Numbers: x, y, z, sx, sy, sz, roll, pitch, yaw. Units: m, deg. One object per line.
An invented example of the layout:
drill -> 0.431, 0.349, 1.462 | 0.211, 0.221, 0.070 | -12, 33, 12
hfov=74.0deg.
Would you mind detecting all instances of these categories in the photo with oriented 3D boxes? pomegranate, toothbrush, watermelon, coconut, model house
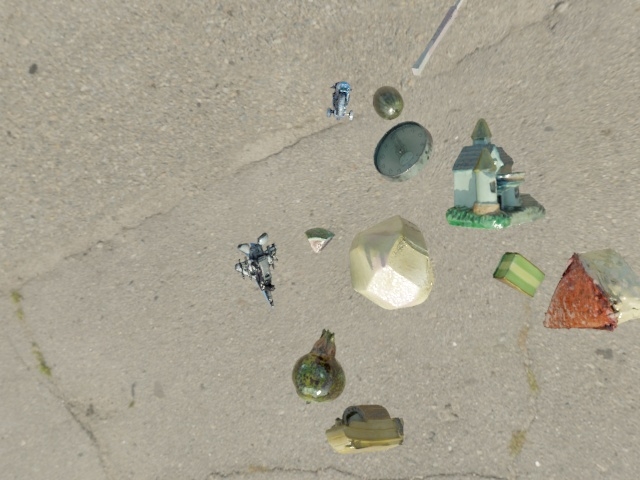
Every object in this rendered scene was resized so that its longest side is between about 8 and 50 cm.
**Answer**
pomegranate -> -0.013, 0.499, 1.678 | 0.203, 0.222, 0.277 | -14, 80, 9
toothbrush -> 0.182, -0.318, 0.612 | 0.017, 0.014, 0.194 | 23, 77, 32
watermelon -> 0.174, -0.352, 1.090 | 0.078, 0.111, 0.078 | -5, 129, -6
watermelon -> -0.001, -0.005, 1.263 | 0.092, 0.085, 0.072 | -5, 131, -10
coconut -> 0.262, 0.079, 1.609 | 0.352, 0.352, 0.353 | 2, 97, 13
model house -> 0.528, -0.213, 1.293 | 0.194, 0.267, 0.325 | 7, 106, 57

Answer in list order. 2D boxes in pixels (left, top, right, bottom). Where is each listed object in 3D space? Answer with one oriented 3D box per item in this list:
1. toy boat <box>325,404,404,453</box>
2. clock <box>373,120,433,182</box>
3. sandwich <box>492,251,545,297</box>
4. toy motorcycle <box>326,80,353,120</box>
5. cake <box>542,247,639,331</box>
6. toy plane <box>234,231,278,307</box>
toy boat -> 0.124, 0.494, 1.124 | 0.089, 0.310, 0.115 | -32, 54, 29
clock -> 0.274, -0.303, 1.437 | 0.214, 0.042, 0.215 | -21, 57, 37
sandwich -> 0.481, 0.084, 0.997 | 0.116, 0.074, 0.074 | 28, 88, 1
toy motorcycle -> 0.073, -0.500, 1.499 | 0.092, 0.254, 0.136 | 5, 102, -1
cake -> 0.442, 0.118, 0.683 | 0.086, 0.117, 0.220 | -13, 137, 2
toy plane -> -0.183, 0.107, 1.351 | 0.078, 0.169, 0.247 | -7, 107, 50
